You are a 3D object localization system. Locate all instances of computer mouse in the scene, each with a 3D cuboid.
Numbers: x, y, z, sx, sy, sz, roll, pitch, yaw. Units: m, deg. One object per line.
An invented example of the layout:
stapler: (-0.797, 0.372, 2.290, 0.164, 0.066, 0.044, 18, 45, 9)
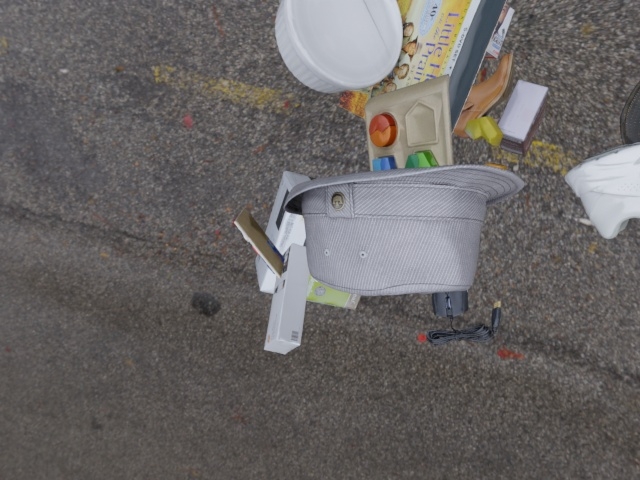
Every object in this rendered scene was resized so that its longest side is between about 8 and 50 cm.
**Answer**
computer mouse: (0.368, 0.144, 1.142, 0.183, 0.262, 0.060, -9, 133, 34)

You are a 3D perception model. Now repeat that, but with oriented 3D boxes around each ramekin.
ramekin: (0.030, -0.439, 0.930, 0.127, 0.272, 0.273, 2, 121, 62)

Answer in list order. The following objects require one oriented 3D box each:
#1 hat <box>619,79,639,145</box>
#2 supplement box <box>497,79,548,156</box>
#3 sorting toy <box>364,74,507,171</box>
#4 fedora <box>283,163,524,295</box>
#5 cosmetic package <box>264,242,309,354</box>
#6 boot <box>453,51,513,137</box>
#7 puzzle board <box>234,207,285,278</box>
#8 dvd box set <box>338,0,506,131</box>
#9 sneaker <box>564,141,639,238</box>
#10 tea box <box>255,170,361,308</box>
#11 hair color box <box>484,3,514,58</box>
hat: (0.736, -0.212, 0.797, 0.330, 0.134, 0.332, 1, 116, 1)
supplement box: (0.512, -0.301, 1.126, 0.073, 0.239, 0.131, 26, 102, 22)
sorting toy: (0.182, -0.169, 0.791, 0.307, 0.041, 0.230, 6, 101, 56)
fedora: (0.086, 0.000, 0.515, 0.275, 0.243, 0.125, 0, 86, 29)
cosmetic package: (-0.076, 0.135, 1.043, 0.060, 0.239, 0.099, 16, 149, -16)
boot: (0.503, -0.483, 1.465, 0.220, 0.109, 0.284, 20, 108, 27)
puzzle board: (-0.110, 0.004, 0.811, 0.011, 0.096, 0.128, -34, 105, 9)
dvd box set: (0.190, -0.402, 0.994, 0.062, 0.420, 0.308, 7, 114, -27)
sneaker: (0.381, -0.065, 0.438, 0.232, 0.090, 0.116, -23, 88, 50)
tea box: (0.000, 0.000, 1.390, 0.323, 0.220, 0.329, 15, 110, -18)
hair color box: (0.610, -0.744, 1.566, 0.053, 0.093, 0.168, 30, 108, 51)
